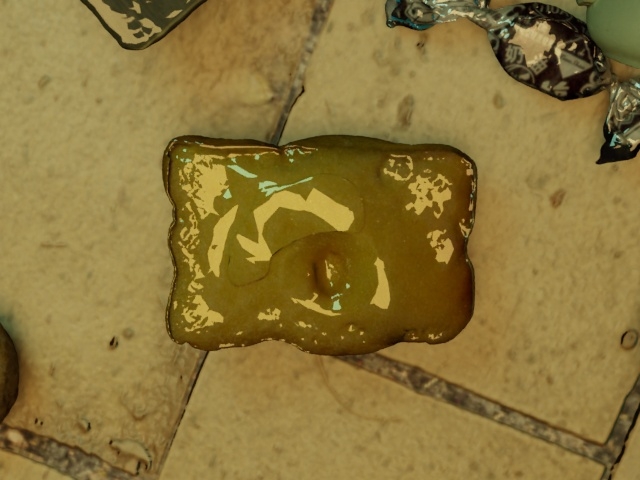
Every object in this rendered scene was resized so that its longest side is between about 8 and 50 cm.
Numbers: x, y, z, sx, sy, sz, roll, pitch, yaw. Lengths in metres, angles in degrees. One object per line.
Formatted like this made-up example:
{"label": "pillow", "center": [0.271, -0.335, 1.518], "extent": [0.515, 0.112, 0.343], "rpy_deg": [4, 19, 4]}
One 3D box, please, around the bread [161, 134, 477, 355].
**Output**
{"label": "bread", "center": [0.000, 0.000, 0.979], "extent": [0.233, 0.088, 0.161], "rpy_deg": [3, 106, 1]}

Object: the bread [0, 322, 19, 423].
{"label": "bread", "center": [-0.275, 0.108, 1.031], "extent": [0.082, 0.060, 0.113], "rpy_deg": [29, 104, -1]}

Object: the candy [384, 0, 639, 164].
{"label": "candy", "center": [0.155, -0.138, 0.960], "extent": [0.226, 0.051, 0.094], "rpy_deg": [29, 112, 0]}

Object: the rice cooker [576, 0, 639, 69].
{"label": "rice cooker", "center": [0.289, -0.208, 0.846], "extent": [0.226, 0.226, 0.244], "rpy_deg": [14, 106, 1]}

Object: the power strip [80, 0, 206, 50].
{"label": "power strip", "center": [-0.118, -0.302, 0.924], "extent": [0.251, 0.092, 0.257], "rpy_deg": [-40, 95, 2]}
